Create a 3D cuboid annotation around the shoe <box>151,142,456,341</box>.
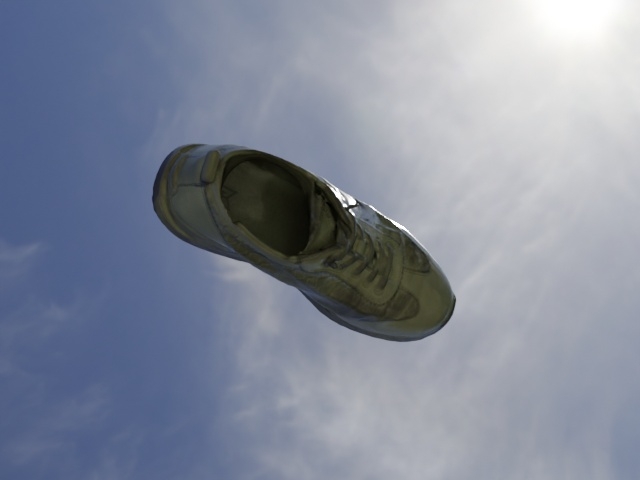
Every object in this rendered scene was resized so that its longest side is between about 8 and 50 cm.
[{"bbox_3d":[0.000,0.000,0.937,0.275,0.098,0.103,24,-105,-19],"label":"shoe"}]
